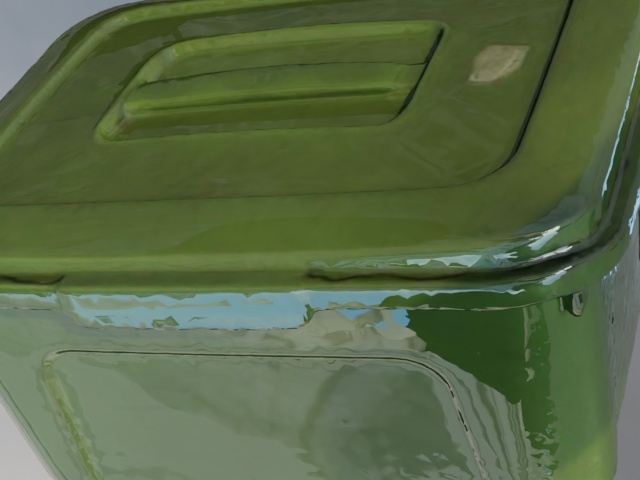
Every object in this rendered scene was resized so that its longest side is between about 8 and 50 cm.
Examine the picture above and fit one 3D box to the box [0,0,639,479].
[{"bbox_3d":[0.000,0.000,0.642,0.329,0.178,0.253,-2,-146,24],"label":"box"}]
